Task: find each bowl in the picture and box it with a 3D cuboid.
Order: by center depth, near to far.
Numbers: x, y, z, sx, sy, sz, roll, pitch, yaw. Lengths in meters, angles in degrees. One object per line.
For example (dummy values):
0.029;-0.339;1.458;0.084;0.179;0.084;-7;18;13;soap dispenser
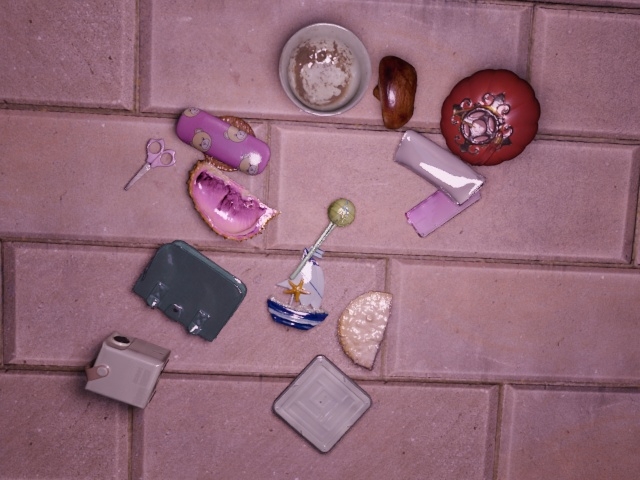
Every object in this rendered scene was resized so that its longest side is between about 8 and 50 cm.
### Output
0.011;-0.533;1.450;0.290;0.146;0.289;0;94;-4;bowl

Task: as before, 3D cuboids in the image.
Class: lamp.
0.534;-0.387;1.422;0.303;0.257;0.303;14;121;26;lamp
0.007;0.579;1.587;0.269;0.047;0.266;42;90;-5;lamp

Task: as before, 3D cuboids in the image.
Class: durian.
-0.310;-0.119;1.494;0.341;0.112;0.191;34;102;4;durian

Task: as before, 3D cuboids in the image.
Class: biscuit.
-0.309;-0.327;1.512;0.188;0.027;0.187;0;94;-1;biscuit
0.148;0.308;1.553;0.179;0.084;0.281;10;95;-4;biscuit

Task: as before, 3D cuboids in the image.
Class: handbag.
-0.438;0.170;1.519;0.327;0.089;0.238;34;94;-4;handbag

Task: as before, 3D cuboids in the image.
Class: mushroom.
0.251;-0.478;1.442;0.138;0.194;0.231;-7;106;-1;mushroom

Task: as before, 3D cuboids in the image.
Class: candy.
0.000;0.000;1.520;0.093;0.092;0.335;38;92;-32;candy

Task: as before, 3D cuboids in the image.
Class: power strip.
0.427;-0.123;1.552;0.279;0.037;0.109;-35;94;1;power strip

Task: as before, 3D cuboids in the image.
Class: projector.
-0.650;0.425;1.492;0.243;0.163;0.177;22;92;-6;projector

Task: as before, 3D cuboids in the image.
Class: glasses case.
-0.316;-0.322;1.460;0.317;0.076;0.123;27;92;-4;glasses case
0.395;-0.245;1.507;0.308;0.083;0.128;37;105;9;glasses case

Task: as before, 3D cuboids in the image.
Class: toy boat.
-0.058;0.159;1.559;0.221;0.067;0.290;16;83;-4;toy boat

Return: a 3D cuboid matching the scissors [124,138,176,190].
-0.585;-0.247;1.511;0.110;0.021;0.212;44;92;-8;scissors
